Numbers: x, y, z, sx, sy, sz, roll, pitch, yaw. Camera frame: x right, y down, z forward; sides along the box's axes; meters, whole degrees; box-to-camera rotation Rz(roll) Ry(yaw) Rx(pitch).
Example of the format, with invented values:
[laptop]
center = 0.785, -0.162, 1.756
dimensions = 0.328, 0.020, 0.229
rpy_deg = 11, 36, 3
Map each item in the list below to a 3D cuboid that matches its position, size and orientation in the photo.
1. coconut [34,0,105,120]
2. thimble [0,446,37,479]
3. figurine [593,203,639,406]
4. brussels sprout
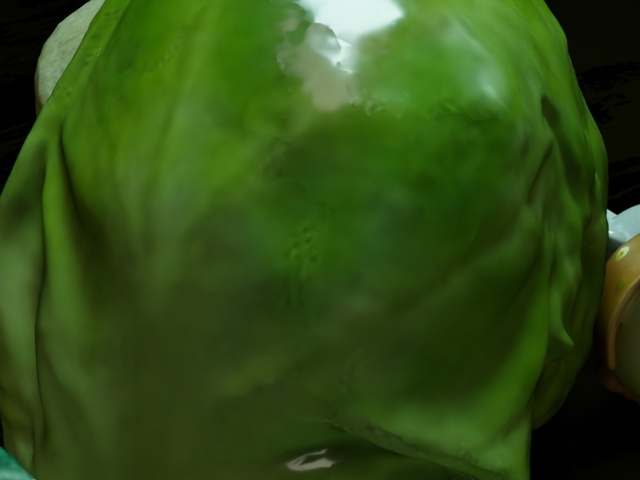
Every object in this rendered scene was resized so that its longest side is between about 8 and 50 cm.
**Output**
[coconut]
center = -0.135, -0.129, 1.251
dimensions = 0.224, 0.224, 0.224
rpy_deg = -5, 28, 3
[thimble]
center = -0.209, 0.202, 0.586
dimensions = 0.288, 0.167, 0.254
rpy_deg = 45, 36, 21
[figurine]
center = 0.228, 0.044, 0.936
dimensions = 0.143, 0.143, 0.271
rpy_deg = -13, 9, -12
[brussels sprout]
center = -0.008, -0.016, 0.833
dimensions = 0.342, 0.361, 0.425
rpy_deg = 3, 28, 9
